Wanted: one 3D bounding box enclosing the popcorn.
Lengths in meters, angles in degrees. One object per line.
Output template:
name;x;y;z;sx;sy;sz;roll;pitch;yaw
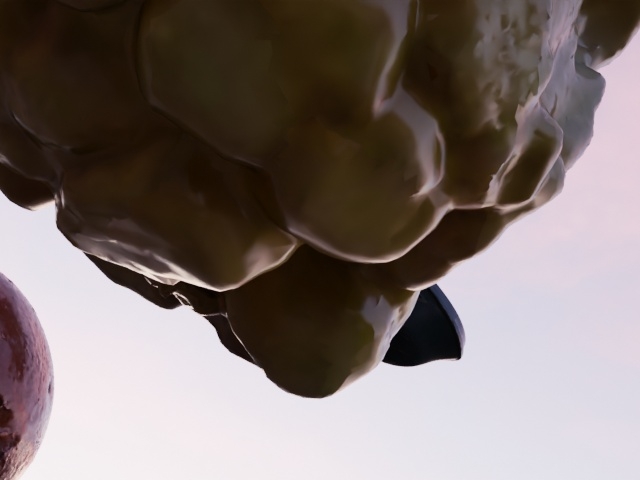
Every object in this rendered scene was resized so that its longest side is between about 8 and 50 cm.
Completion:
popcorn;-0.031;-0.146;0.630;0.390;0.344;0.354;52;-7;14

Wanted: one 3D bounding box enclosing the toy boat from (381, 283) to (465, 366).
toy boat;0.001;-0.003;1.040;0.296;0.122;0.114;39;-32;1

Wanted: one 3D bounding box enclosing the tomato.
tomato;-0.300;0.105;0.949;0.208;0.208;0.184;30;-5;-15
